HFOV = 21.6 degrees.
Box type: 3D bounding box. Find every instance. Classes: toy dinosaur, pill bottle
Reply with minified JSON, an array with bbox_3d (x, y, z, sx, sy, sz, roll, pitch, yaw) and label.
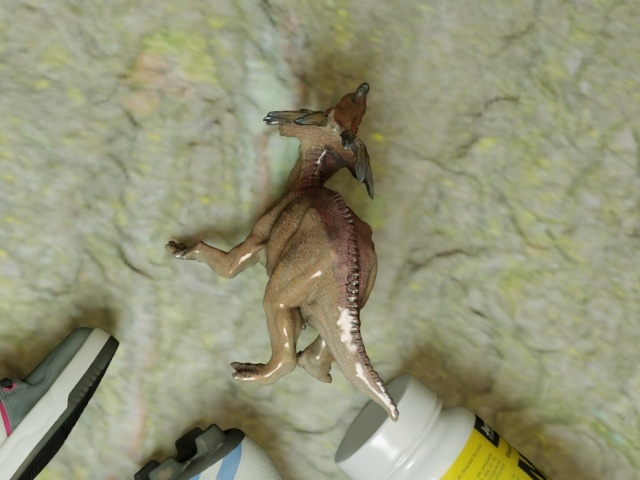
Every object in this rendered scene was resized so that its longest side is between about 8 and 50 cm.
[{"bbox_3d":[0.000,0.000,1.343,0.127,0.296,0.200,19,118,-36],"label":"toy dinosaur"},{"bbox_3d":[0.120,0.214,1.396,0.208,0.119,0.119,41,74,-7],"label":"pill bottle"}]

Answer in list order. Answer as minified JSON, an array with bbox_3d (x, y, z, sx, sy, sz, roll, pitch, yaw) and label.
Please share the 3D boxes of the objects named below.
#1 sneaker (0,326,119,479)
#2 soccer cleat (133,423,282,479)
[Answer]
[{"bbox_3d":[-0.304,0.140,1.296,0.178,0.124,0.295,37,57,3],"label":"sneaker"},{"bbox_3d":[-0.156,0.283,1.313,0.331,0.116,0.143,-36,92,-17],"label":"soccer cleat"}]
